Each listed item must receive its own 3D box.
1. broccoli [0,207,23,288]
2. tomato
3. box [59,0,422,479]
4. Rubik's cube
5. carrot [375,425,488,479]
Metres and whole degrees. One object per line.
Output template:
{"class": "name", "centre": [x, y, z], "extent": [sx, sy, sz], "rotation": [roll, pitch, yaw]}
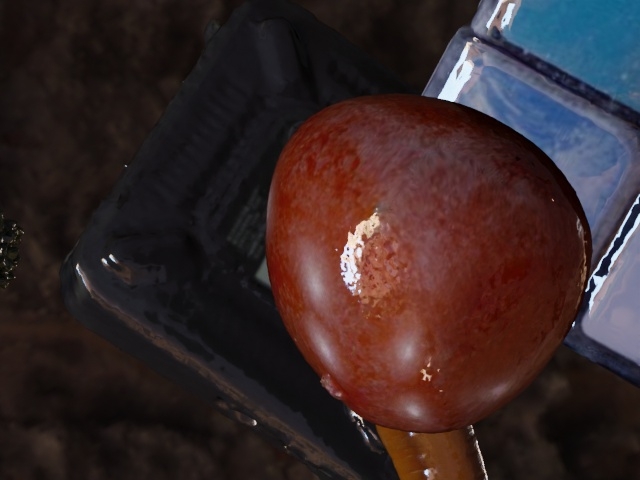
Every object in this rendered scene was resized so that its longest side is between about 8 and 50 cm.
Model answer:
{"class": "broccoli", "centre": [-0.428, -0.003, 1.830], "extent": [0.248, 0.246, 0.288], "rotation": [-60, -27, -22]}
{"class": "tomato", "centre": [0.049, 0.002, 0.930], "extent": [0.167, 0.167, 0.167], "rotation": [37, -141, -38]}
{"class": "box", "centre": [0.000, 0.000, 1.590], "extent": [0.350, 0.091, 0.359], "rotation": [34, -120, -7]}
{"class": "Rubik's cube", "centre": [0.252, -0.096, 1.330], "extent": [0.318, 0.313, 0.316], "rotation": [30, -161, 6]}
{"class": "carrot", "centre": [0.106, 0.220, 1.430], "extent": [0.069, 0.069, 0.336], "rotation": [-26, -82, -60]}
